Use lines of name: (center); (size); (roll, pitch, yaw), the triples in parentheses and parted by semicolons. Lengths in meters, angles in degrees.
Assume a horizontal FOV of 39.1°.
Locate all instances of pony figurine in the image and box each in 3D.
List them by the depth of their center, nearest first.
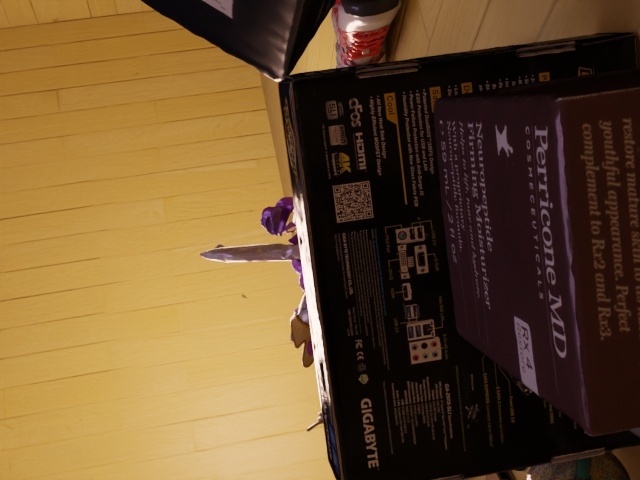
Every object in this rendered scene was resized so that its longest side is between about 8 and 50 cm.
pony figurine: (0.000, 0.000, 1.399); (0.351, 0.303, 0.363); (-170, 99, -73)

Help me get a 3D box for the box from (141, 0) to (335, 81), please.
box: (-0.003, -0.354, 0.588); (0.395, 0.212, 0.293); (-59, 2, -10)

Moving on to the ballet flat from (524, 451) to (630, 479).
ballet flat: (0.223, 0.310, 0.836); (0.123, 0.123, 0.348); (-108, 11, -48)

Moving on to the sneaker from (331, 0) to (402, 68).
sneaker: (0.069, -0.291, 1.309); (0.270, 0.090, 0.145); (-111, 13, -71)

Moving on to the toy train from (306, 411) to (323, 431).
toy train: (0.075, 0.178, 1.309); (0.105, 0.248, 0.143); (15, 108, 41)

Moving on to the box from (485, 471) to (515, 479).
box: (0.236, 0.387, 1.095); (0.164, 0.021, 0.201); (-113, 16, -61)

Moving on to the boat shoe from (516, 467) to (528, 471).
boat shoe: (0.181, 0.100, 0.922); (0.340, 0.127, 0.158); (-87, 18, -81)

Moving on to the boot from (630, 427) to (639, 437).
boot: (0.255, 0.164, 0.523); (0.246, 0.083, 0.161); (152, 101, -85)

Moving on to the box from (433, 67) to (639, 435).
box: (0.179, -0.012, 0.521); (0.203, 0.167, 0.168); (-138, 40, -78)

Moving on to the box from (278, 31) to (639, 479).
box: (0.116, 0.018, 0.690); (0.079, 0.257, 0.322); (-136, 37, -76)
